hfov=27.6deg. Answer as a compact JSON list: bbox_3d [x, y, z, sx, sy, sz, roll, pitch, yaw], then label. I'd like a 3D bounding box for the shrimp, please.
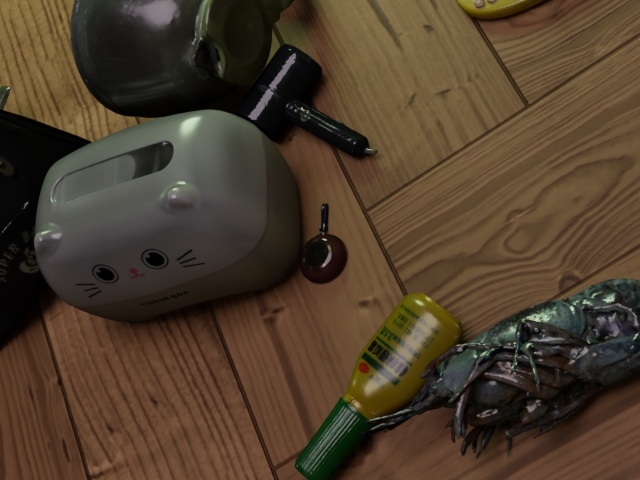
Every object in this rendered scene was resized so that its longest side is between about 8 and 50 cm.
[{"bbox_3d":[0.212,0.146,1.435,0.372,0.172,0.137,-32,61,4],"label":"shrimp"}]

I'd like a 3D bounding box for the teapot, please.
[{"bbox_3d":[-0.163,-0.295,1.842,0.239,0.322,0.239,7,105,35],"label":"teapot"}]

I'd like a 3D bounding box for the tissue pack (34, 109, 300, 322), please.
[{"bbox_3d":[-0.213,-0.035,1.713,0.333,0.236,0.229,-16,60,24],"label":"tissue pack"}]

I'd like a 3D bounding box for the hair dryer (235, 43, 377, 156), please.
[{"bbox_3d":[-0.004,-0.172,1.774,0.219,0.071,0.124,34,86,29],"label":"hair dryer"}]

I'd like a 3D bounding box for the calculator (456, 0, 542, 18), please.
[{"bbox_3d":[0.281,-0.379,1.726,0.235,0.032,0.146,-27,57,17],"label":"calculator"}]

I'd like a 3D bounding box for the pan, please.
[{"bbox_3d":[0.000,-0.001,1.711,0.068,0.023,0.115,-13,62,25],"label":"pan"}]

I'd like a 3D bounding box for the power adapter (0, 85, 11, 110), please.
[{"bbox_3d":[-0.539,-0.135,1.976,0.124,0.187,0.255,5,71,30],"label":"power adapter"}]

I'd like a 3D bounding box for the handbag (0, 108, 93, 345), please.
[{"bbox_3d":[-0.458,-0.030,1.820,0.152,0.288,0.342,39,90,33],"label":"handbag"}]

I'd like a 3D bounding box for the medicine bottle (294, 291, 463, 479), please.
[{"bbox_3d":[0.065,0.182,1.566,0.095,0.064,0.260,38,90,36],"label":"medicine bottle"}]
